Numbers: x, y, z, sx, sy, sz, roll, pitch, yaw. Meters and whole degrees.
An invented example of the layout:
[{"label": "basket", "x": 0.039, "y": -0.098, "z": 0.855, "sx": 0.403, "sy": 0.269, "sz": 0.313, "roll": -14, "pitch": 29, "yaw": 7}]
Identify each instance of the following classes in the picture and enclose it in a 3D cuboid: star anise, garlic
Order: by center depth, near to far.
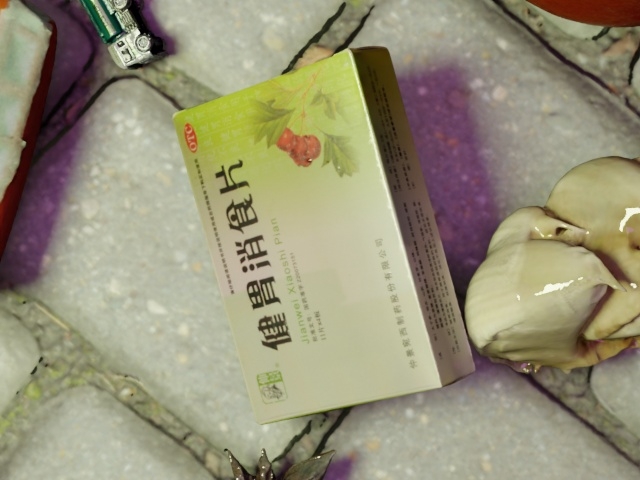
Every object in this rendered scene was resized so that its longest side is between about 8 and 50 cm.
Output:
[{"label": "garlic", "x": 0.256, "y": 0.007, "z": 1.079, "sx": 0.281, "sy": 0.203, "sz": 0.184, "roll": 7, "pitch": 72, "yaw": 2}, {"label": "star anise", "x": -0.034, "y": 0.212, "z": 1.135, "sx": 0.129, "sy": 0.056, "sz": 0.124, "roll": -42, "pitch": 90, "yaw": -2}]

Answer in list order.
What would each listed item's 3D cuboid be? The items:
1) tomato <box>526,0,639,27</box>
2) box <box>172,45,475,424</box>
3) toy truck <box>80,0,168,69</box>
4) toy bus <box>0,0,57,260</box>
[{"label": "tomato", "x": 0.233, "y": -0.320, "z": 1.045, "sx": 0.290, "sy": 0.293, "sz": 0.325, "roll": 41, "pitch": 79, "yaw": 11}, {"label": "box", "x": 0.000, "y": -0.001, "z": 1.095, "sx": 0.175, "sy": 0.062, "sz": 0.260, "roll": -16, "pitch": 90, "yaw": 33}, {"label": "toy truck", "x": -0.162, "y": -0.177, "z": 1.149, "sx": 0.044, "sy": 0.039, "sz": 0.083, "roll": -29, "pitch": 88, "yaw": 15}, {"label": "toy bus", "x": -0.284, "y": -0.080, "z": 1.108, "sx": 0.120, "sy": 0.121, "sz": 0.265, "roll": 15, "pitch": 88, "yaw": -10}]
